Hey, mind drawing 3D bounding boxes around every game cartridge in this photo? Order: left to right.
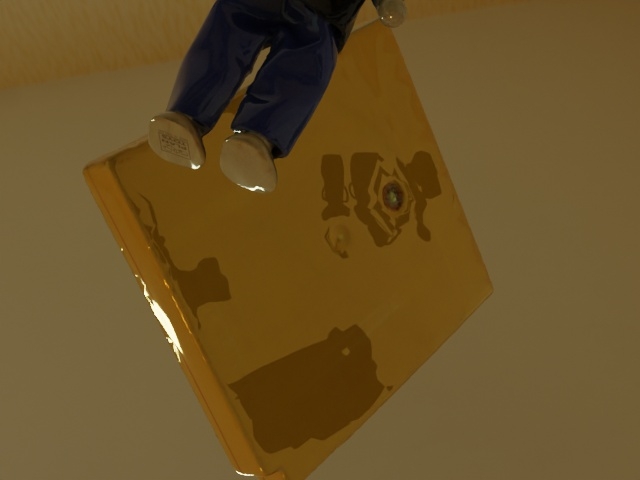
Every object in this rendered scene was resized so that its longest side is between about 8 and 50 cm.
[{"bbox_3d":[0.000,0.000,0.720,0.053,0.285,0.324,-8,-159,48],"label":"game cartridge"}]

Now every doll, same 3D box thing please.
[{"bbox_3d":[-0.022,-0.118,0.445,0.129,0.046,0.189,19,-117,12],"label":"doll"}]
